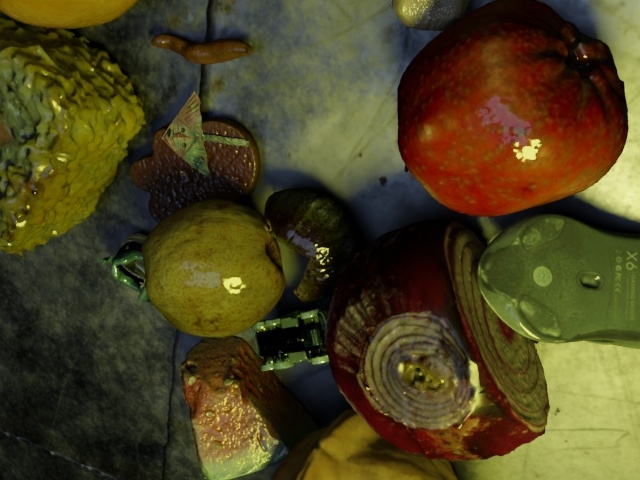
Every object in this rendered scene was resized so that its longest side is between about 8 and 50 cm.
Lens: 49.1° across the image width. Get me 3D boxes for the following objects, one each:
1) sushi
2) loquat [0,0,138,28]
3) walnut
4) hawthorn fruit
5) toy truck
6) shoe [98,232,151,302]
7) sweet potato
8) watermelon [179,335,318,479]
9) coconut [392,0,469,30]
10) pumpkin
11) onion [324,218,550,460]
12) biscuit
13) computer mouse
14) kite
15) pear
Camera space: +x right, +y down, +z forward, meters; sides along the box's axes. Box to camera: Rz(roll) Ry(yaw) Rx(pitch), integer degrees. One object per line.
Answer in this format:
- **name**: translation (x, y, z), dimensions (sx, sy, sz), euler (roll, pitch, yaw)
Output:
- **sushi**: translation (-0.515, -0.183, 1.127), dimensions (0.351, 0.240, 0.396), euler (41, 118, 3)
- **loquat**: translation (-0.361, -0.418, 0.953), dimensions (0.274, 0.275, 0.275), euler (8, 114, 19)
- **walnut**: translation (0.084, 0.463, 1.094), dimensions (0.383, 0.383, 0.384), euler (8, 114, 19)
- **hawthorn fruit**: translation (0.207, -0.144, 0.866), dimensions (0.254, 0.254, 0.300), euler (51, 145, -4)
- **toy truck**: translation (-0.020, 0.153, 1.133), dimensions (0.191, 0.116, 0.085), euler (-19, 86, 45)
- **shoe**: translation (-0.278, 0.074, 1.213), dimensions (0.207, 0.106, 0.092), euler (31, 121, 1)
- **sweet potato**: translation (-0.176, -0.286, 1.055), dimensions (0.179, 0.044, 0.044), euler (10, 115, 25)
- **watermelon**: translation (-0.142, 0.276, 1.217), dimensions (0.139, 0.193, 0.257), euler (-30, 84, 29)
- **coconut**: translation (0.144, -0.328, 0.869), dimensions (0.110, 0.110, 0.125), euler (14, 123, 16)
- **pumpkin**: translation (0.000, 0.000, 1.057), dimensions (0.107, 0.119, 0.184), euler (-15, 109, 39)
- **onion**: translation (0.141, 0.154, 0.969), dimensions (0.260, 0.282, 0.337), euler (-26, 99, 25)
- **biscuit**: translation (-0.200, -0.111, 1.140), dimensions (0.236, 0.039, 0.180), euler (-18, 101, 27)
- **computer mouse**: translation (0.383, 0.067, 0.925), dimensions (0.379, 0.090, 0.167), euler (10, 82, -6)
- **kite**: translation (-0.183, -0.164, 1.092), dimensions (0.152, 0.005, 0.137), euler (0, 110, 19)
- **pear**: translation (-0.154, 0.047, 1.088), dimensions (0.211, 0.188, 0.228), euler (-11, 133, 24)
